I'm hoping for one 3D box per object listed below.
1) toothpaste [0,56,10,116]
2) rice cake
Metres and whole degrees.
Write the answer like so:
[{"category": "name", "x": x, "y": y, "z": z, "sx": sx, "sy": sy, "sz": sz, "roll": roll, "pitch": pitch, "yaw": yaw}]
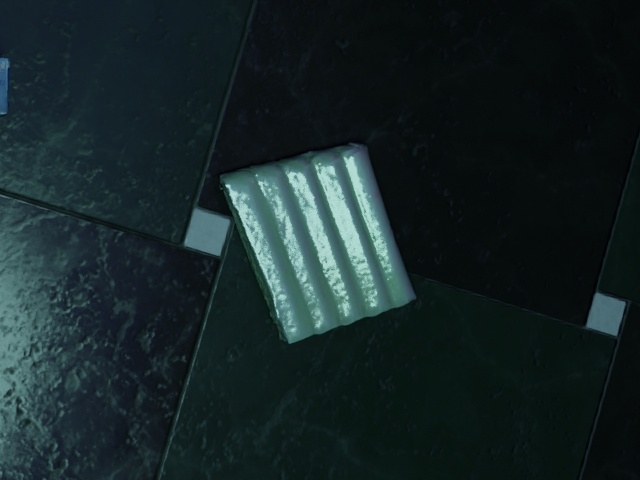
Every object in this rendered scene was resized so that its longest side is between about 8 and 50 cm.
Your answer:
[{"category": "toothpaste", "x": -0.453, "y": -0.159, "z": 1.834, "sx": 0.272, "sy": 0.053, "sz": 0.066, "roll": 2, "pitch": 87, "yaw": -19}, {"category": "rice cake", "x": 0.000, "y": 0.000, "z": 2.007, "sx": 0.189, "sy": 0.037, "sz": 0.198, "roll": -15, "pitch": 97, "yaw": -18}]
